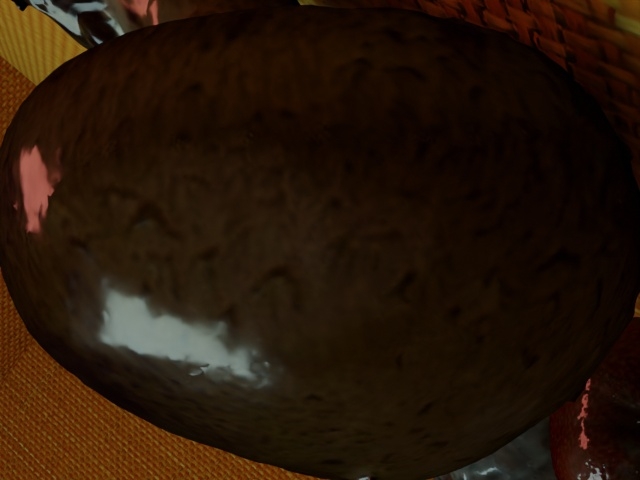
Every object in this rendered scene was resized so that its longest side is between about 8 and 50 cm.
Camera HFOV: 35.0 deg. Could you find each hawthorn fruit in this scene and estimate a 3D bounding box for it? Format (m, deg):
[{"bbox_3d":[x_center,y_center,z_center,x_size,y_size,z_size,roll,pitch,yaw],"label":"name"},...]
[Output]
[{"bbox_3d":[0.240,0.137,0.727,0.169,0.169,0.188,35,178,9],"label":"hawthorn fruit"}]

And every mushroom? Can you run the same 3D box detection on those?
[{"bbox_3d":[0.002,-0.040,0.558,0.334,0.356,0.331,-15,139,31],"label":"mushroom"}]

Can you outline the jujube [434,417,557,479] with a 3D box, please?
[{"bbox_3d":[0.238,0.204,0.938,0.317,0.226,0.226,33,176,-22],"label":"jujube"}]
